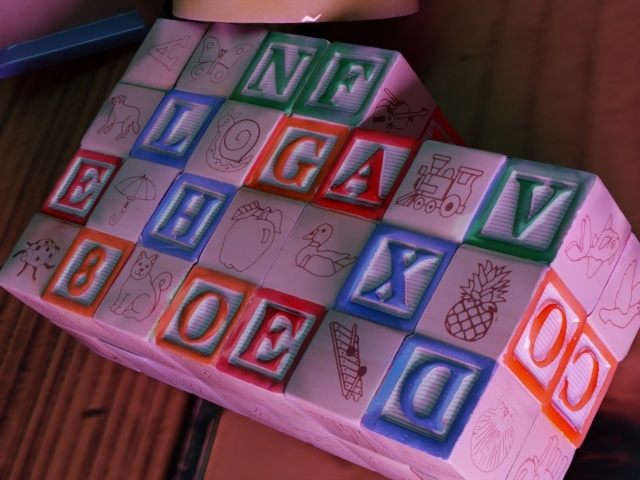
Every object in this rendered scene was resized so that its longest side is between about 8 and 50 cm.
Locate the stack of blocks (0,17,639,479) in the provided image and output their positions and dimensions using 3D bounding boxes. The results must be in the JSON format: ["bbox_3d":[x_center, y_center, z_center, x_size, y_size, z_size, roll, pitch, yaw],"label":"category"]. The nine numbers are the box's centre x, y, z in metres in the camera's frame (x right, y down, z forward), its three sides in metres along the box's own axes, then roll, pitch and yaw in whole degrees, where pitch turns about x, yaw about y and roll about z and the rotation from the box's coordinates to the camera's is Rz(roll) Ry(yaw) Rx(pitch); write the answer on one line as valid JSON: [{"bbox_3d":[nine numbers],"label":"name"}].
[{"bbox_3d":[0.000,0.000,0.603,0.297,0.087,0.171,16,70,41],"label":"stack of blocks"}]

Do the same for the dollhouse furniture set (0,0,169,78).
[{"bbox_3d":[-0.161,-0.288,0.781,0.303,0.286,0.198,-15,51,13],"label":"dollhouse furniture set"}]

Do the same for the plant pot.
[{"bbox_3d":[-0.014,-0.170,0.679,0.134,0.134,0.095,14,111,41],"label":"plant pot"}]
